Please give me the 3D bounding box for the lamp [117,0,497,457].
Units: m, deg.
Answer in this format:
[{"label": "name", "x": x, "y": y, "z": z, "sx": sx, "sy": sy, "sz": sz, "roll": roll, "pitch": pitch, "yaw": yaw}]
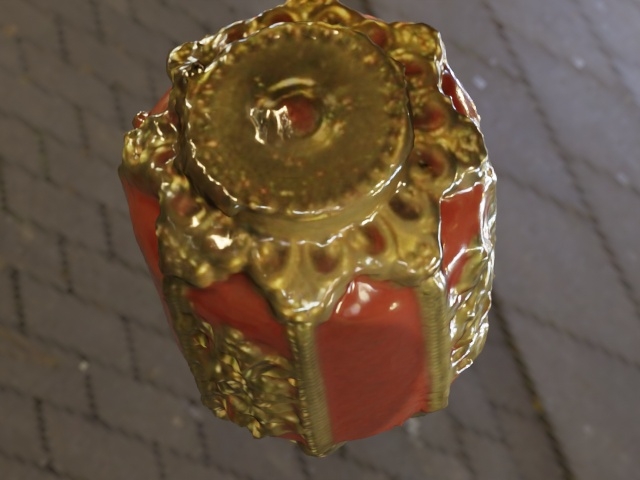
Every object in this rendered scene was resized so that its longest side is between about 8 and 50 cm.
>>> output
[{"label": "lamp", "x": 0.000, "y": 0.000, "z": 0.954, "sx": 0.177, "sy": 0.177, "sz": 0.274, "roll": 52, "pitch": -12, "yaw": 22}]
